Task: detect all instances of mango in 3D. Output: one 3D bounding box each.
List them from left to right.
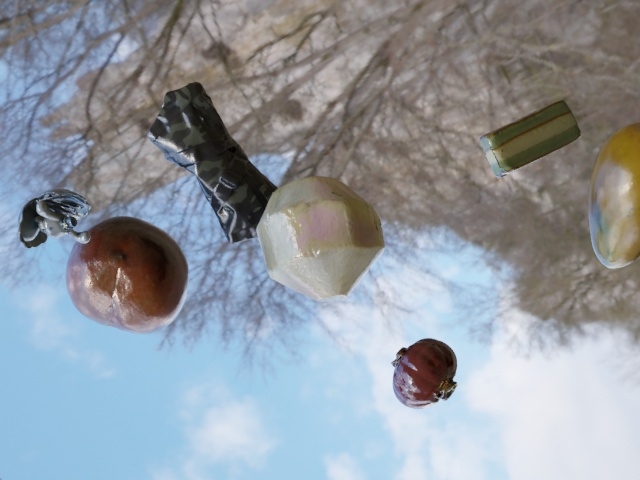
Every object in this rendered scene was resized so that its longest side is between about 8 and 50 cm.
[{"bbox_3d":[0.325,-0.048,0.911,0.111,0.089,0.163,-48,-28,-26],"label":"mango"}]

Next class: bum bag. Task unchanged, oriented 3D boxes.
[{"bbox_3d":[-0.202,-0.144,1.705,0.340,0.144,0.095,54,172,-12],"label":"bum bag"}]

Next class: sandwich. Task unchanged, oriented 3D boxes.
[{"bbox_3d":[0.356,-0.172,1.451,0.113,0.163,0.079,-41,-73,-83],"label":"sandwich"}]

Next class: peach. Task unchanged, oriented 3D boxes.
[{"bbox_3d":[-0.389,0.067,1.768,0.252,0.252,0.252,33,-134,-41],"label":"peach"}]

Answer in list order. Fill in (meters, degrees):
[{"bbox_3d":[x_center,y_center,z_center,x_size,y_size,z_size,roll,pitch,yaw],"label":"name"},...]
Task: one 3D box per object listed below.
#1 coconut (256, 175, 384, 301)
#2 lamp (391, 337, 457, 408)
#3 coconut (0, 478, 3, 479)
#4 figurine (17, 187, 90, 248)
[{"bbox_3d":[0.000,0.000,1.613,0.197,0.237,0.236,6,-114,-59],"label":"coconut"},{"bbox_3d":[0.139,0.179,1.171,0.090,0.101,0.101,33,-159,28],"label":"lamp"},{"bbox_3d":[-0.506,0.446,1.199,0.259,0.259,0.259,33,-134,-41],"label":"coconut"},{"bbox_3d":[-0.363,-0.032,1.194,0.094,0.086,0.082,77,-166,-64],"label":"figurine"}]
